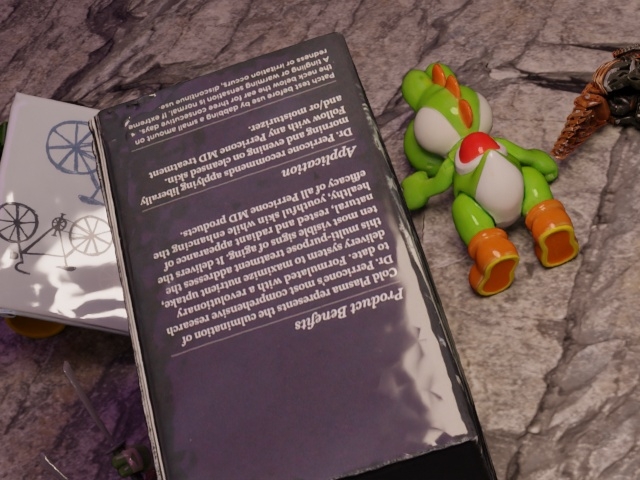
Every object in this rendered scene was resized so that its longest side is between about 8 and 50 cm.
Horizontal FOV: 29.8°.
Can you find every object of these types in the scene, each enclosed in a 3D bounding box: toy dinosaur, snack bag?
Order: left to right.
[{"bbox_3d":[-0.316,-0.027,1.747,0.323,0.037,0.343,11,73,-11],"label":"snack bag"},{"bbox_3d":[0.476,-0.213,1.782,0.322,0.164,0.218,-54,36,-4],"label":"toy dinosaur"}]

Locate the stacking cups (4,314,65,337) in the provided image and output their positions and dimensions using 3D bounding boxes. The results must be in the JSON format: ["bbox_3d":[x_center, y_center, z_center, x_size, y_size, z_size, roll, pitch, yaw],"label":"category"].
[{"bbox_3d":[-0.436,0.008,1.932,0.096,0.096,0.316,-12,44,10],"label":"stacking cups"}]

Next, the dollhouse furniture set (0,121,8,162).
[{"bbox_3d":[-0.384,-0.044,1.887,0.151,0.301,0.198,-34,53,51],"label":"dollhouse furniture set"}]

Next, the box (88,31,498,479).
[{"bbox_3d":[-0.004,0.123,1.324,0.297,0.480,0.472,-17,60,5],"label":"box"}]

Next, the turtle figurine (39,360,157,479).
[{"bbox_3d":[-0.244,0.335,1.495,0.198,0.274,0.266,-42,42,30],"label":"turtle figurine"}]

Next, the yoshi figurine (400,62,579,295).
[{"bbox_3d":[0.223,-0.092,1.754,0.203,0.203,0.362,-47,53,33],"label":"yoshi figurine"}]
